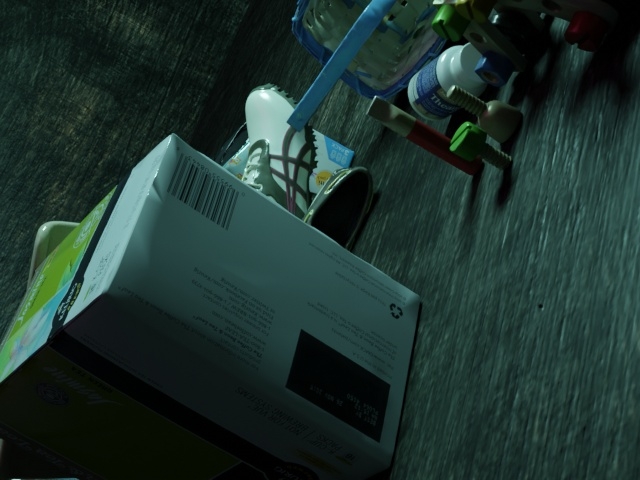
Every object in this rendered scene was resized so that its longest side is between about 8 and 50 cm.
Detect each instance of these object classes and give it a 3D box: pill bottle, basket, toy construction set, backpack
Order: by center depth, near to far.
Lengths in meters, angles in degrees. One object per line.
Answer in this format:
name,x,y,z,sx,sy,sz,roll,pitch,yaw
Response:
toy construction set,0.144,-0.242,1.130,0.309,0.237,0.257,-59,15,15
pill bottle,0.158,-0.190,1.330,0.120,0.067,0.067,-30,35,65
basket,0.069,-0.299,1.532,0.289,0.201,0.255,-52,4,-38
backpack,-0.112,-0.135,1.987,0.188,0.144,0.166,-42,10,-17

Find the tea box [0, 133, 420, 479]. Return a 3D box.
tea box,-0.130,0.123,1.164,0.323,0.329,0.220,-36,28,41

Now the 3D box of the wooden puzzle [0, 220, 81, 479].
wooden puzzle,-0.237,0.142,1.434,0.080,0.347,0.322,22,102,50

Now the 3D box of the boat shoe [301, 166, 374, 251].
boat shoe,0.000,0.000,1.500,0.228,0.081,0.068,-63,10,-14

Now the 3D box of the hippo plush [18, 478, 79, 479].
hippo plush,-0.348,0.453,1.667,0.234,0.294,0.236,-59,38,13

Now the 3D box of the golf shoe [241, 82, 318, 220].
golf shoe,-0.065,-0.094,1.576,0.105,0.120,0.273,-32,71,50

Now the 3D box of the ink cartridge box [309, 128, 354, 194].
ink cartridge box,-0.030,-0.074,1.691,0.061,0.104,0.181,-38,29,60
